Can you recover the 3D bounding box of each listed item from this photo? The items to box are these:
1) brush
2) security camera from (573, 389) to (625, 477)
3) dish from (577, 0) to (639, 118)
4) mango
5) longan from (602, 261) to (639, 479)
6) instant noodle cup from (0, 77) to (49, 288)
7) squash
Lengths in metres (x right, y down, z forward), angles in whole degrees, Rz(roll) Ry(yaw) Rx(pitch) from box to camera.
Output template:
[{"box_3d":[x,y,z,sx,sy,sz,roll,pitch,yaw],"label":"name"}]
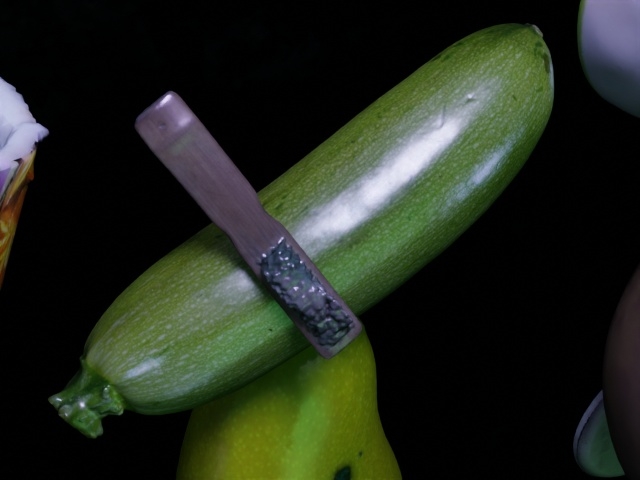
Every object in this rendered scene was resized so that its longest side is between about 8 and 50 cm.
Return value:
[{"box_3d":[-0.041,-0.006,1.191,0.034,0.027,0.190,-38,103,-1],"label":"brush"},{"box_3d":[0.363,0.133,1.779,0.301,0.080,0.157,-25,143,-16],"label":"security camera"},{"box_3d":[0.334,-0.185,1.344,0.324,0.124,0.324,-28,145,-22],"label":"dish"},{"box_3d":[-0.021,0.172,1.414,0.175,0.143,0.293,-21,131,-28],"label":"mango"},{"box_3d":[0.399,0.108,1.558,0.361,0.361,0.361,-25,142,-21],"label":"longan"},{"box_3d":[-0.289,0.023,0.877,0.339,0.340,0.266,6,113,-46],"label":"instant noodle cup"},{"box_3d":[0.000,0.000,1.269,0.395,0.107,0.107,-36,145,-7],"label":"squash"}]
